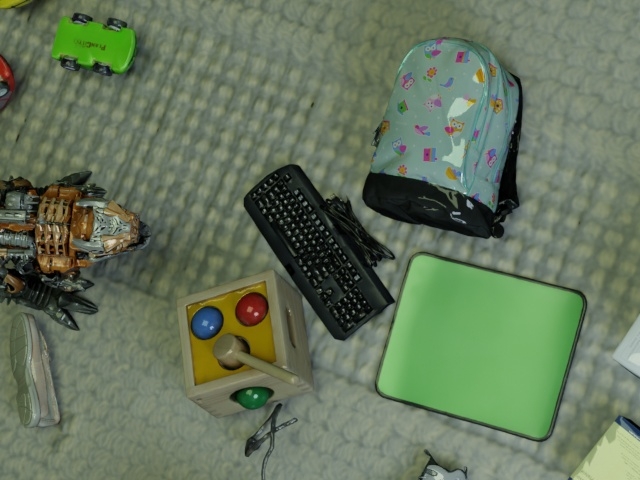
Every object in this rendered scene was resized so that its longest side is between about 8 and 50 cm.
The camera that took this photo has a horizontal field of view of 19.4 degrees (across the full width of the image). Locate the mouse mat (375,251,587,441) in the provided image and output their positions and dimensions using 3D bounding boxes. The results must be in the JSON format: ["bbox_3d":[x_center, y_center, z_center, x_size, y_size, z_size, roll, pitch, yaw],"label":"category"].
[{"bbox_3d":[0.156,0.102,1.838,0.190,0.007,0.152,14,85,23],"label":"mouse mat"}]

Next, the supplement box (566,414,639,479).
[{"bbox_3d":[0.288,0.221,1.739,0.083,0.056,0.083,39,95,22],"label":"supplement box"}]

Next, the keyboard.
[{"bbox_3d":[0.000,0.000,1.898,0.100,0.038,0.192,-39,70,10],"label":"keyboard"}]

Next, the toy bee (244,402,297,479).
[{"bbox_3d":[-0.061,0.323,1.798,0.162,0.195,0.298,37,83,-2],"label":"toy bee"}]

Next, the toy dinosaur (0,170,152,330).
[{"bbox_3d":[-0.320,-0.017,1.922,0.322,0.218,0.164,23,90,22],"label":"toy dinosaur"}]

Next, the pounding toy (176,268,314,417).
[{"bbox_3d":[-0.070,0.109,1.854,0.130,0.100,0.141,-18,61,17],"label":"pounding toy"}]

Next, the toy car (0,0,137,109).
[{"bbox_3d":[-0.293,-0.217,2.038,0.225,0.053,0.239,13,86,22],"label":"toy car"}]

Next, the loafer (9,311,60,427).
[{"bbox_3d":[-0.302,0.138,1.990,0.045,0.039,0.125,-27,65,49],"label":"loafer"}]

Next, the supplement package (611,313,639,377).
[{"bbox_3d":[0.406,0.124,1.668,0.244,0.139,0.134,34,92,23],"label":"supplement package"}]

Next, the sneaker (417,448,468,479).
[{"bbox_3d":[0.098,0.237,1.820,0.098,0.038,0.069,-6,77,10],"label":"sneaker"}]

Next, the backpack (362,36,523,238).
[{"bbox_3d":[0.127,-0.105,1.829,0.152,0.115,0.182,15,83,25],"label":"backpack"}]
